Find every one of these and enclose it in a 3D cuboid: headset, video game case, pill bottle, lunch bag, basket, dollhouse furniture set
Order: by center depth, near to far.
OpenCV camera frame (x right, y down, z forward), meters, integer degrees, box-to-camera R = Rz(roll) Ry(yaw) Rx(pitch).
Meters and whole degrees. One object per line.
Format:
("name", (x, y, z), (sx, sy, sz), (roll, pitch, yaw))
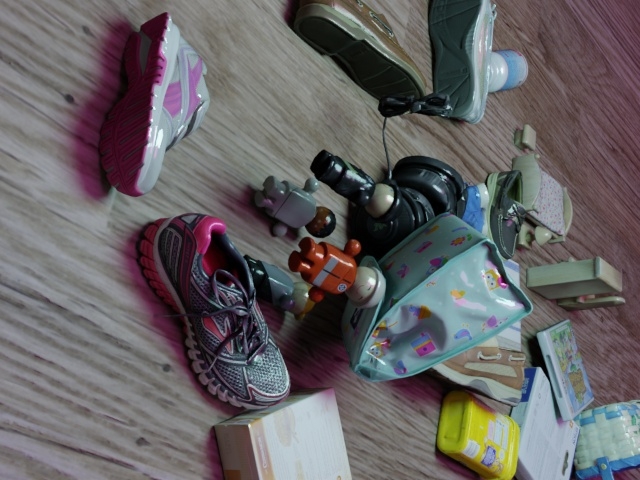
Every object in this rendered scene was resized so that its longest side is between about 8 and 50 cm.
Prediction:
("lunch bag", (0.142, 0.092, 1.324), (0.160, 0.262, 0.223), (56, 2, -14))
("headset", (0.172, -0.058, 1.500), (0.243, 0.185, 0.394), (-44, 127, -47))
("pill bottle", (0.369, -0.358, 1.890), (0.160, 0.087, 0.087), (-19, 97, -52))
("video game case", (0.540, 0.279, 1.957), (0.212, 0.023, 0.193), (-5, 78, -61))
("basket", (0.680, 0.506, 1.978), (0.255, 0.201, 0.288), (7, 67, -51))
("dollhouse furniture set", (0.576, -0.053, 2.006), (0.303, 0.174, 0.355), (28, 61, -45))

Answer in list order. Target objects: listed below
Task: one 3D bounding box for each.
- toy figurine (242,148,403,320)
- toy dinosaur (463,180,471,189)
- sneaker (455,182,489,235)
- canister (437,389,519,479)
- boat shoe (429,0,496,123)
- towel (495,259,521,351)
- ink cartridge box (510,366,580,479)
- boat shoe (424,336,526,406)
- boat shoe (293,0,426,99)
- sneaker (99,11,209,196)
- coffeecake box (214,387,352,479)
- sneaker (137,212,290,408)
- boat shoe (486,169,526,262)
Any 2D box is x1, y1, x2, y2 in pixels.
("toy figurine", (0.000, 0.000, 1.256), (0.148, 0.210, 0.213), (28, 60, -31))
("toy dinosaur", (0.268, -0.108, 1.764), (0.082, 0.047, 0.090), (44, 17, -25))
("sneaker", (0.280, -0.048, 1.741), (0.152, 0.085, 0.058), (81, -5, -55))
("canister", (0.290, 0.359, 1.638), (0.170, 0.073, 0.126), (37, 55, -39))
("boat shoe", (0.292, -0.395, 1.789), (0.103, 0.118, 0.320), (11, 77, -55))
("towel", (0.339, 0.157, 1.777), (0.209, 0.034, 0.284), (20, 67, -47))
("ink cartridge box", (0.459, 0.416, 1.852), (0.224, 0.045, 0.223), (53, 45, -29))
("boat shoe", (0.246, 0.193, 1.555), (0.324, 0.123, 0.116), (27, 83, -41))
("boat shoe", (0.086, -0.340, 1.519), (0.307, 0.111, 0.104), (33, 59, -42))
("sneaker", (-0.197, -0.163, 1.139), (0.111, 0.103, 0.252), (32, 59, -41))
("coffeecake box", (-0.048, 0.297, 1.241), (0.186, 0.068, 0.142), (-12, 91, -51))
("sneaker", (-0.122, 0.100, 1.162), (0.299, 0.112, 0.121), (60, 43, -23))
("boat shoe", (0.382, -0.059, 1.825), (0.080, 0.073, 0.223), (40, 42, -34))
